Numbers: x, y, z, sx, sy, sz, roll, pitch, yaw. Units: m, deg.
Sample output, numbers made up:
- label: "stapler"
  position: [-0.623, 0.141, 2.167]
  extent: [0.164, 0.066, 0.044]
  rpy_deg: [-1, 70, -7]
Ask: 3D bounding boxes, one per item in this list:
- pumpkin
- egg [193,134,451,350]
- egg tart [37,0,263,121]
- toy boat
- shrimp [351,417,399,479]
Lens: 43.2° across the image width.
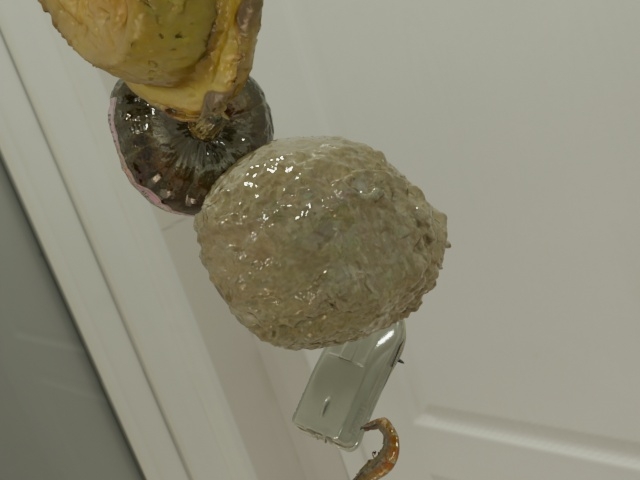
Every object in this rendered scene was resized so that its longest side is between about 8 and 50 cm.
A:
- label: "pumpkin"
  position: [-0.189, -0.170, 1.241]
  extent: [0.260, 0.260, 0.189]
  rpy_deg: [-26, 14, -23]
- label: "egg"
  position: [0.000, 0.000, 0.967]
  extent: [0.310, 0.279, 0.279]
  rpy_deg: [-2, 10, -28]
- label: "egg tart"
  position: [-0.161, -0.235, 0.693]
  extent: [0.288, 0.288, 0.118]
  rpy_deg: [2, 25, 46]
- label: "toy boat"
  position: [0.065, 0.230, 1.396]
  extent: [0.140, 0.141, 0.269]
  rpy_deg: [2, 48, 46]
- label: "shrimp"
  position: [0.068, 0.310, 1.148]
  extent: [0.127, 0.025, 0.091]
  rpy_deg: [-53, 33, 16]
